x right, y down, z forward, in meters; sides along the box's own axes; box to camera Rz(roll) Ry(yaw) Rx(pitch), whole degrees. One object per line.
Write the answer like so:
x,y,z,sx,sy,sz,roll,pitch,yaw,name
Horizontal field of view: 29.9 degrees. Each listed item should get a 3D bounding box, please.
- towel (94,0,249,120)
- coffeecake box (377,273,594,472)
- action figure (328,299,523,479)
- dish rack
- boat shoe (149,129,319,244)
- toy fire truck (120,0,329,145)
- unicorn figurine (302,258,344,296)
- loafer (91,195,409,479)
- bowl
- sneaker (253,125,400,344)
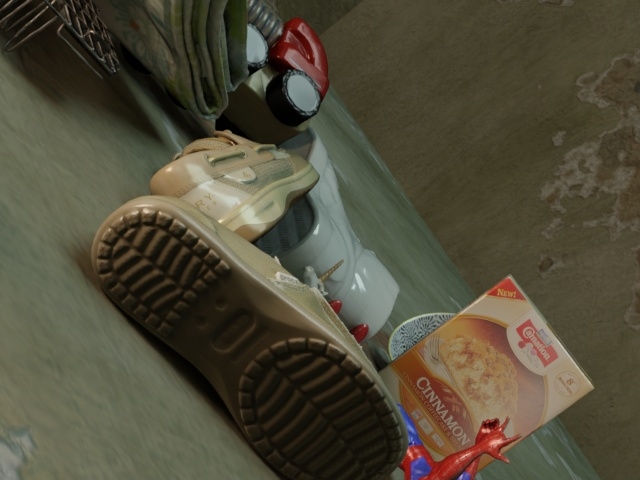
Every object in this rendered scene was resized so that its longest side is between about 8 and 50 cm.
-0.203,-0.299,1.055,0.374,0.090,0.320,47,-16,11,towel
0.165,0.146,1.241,0.142,0.185,0.068,53,8,5,coffeecake box
0.097,0.153,1.053,0.091,0.139,0.280,40,17,-49,action figure
-0.263,-0.233,0.925,0.271,0.074,0.208,48,11,-37,dish rack
-0.078,-0.053,1.053,0.098,0.109,0.302,53,14,-5,boat shoe
-0.095,-0.244,1.351,0.217,0.158,0.246,40,47,-25,toy fire truck
-0.026,0.059,1.058,0.111,0.060,0.162,46,27,-40,unicorn figurine
-0.038,0.061,0.803,0.268,0.102,0.092,49,15,-20,loafer
0.155,0.164,1.373,0.170,0.170,0.080,-116,-150,-52,bowl
0.000,0.000,1.286,0.169,0.108,0.292,52,16,-27,sneaker
